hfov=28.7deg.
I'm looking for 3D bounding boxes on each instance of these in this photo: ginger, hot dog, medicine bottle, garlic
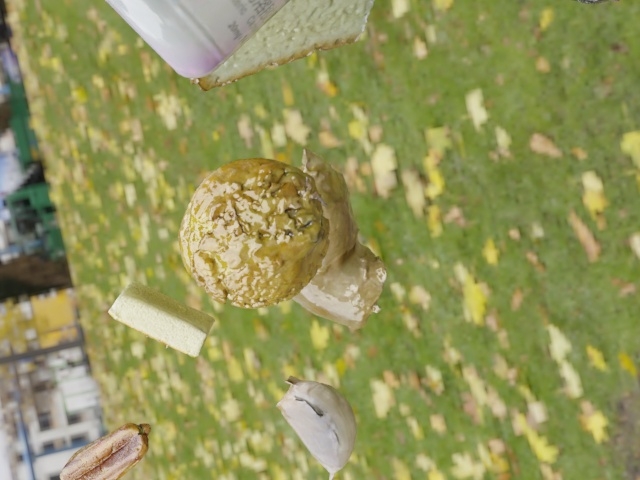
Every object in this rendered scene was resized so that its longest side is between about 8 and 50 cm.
[{"bbox_3d":[0.000,0.000,1.712,0.138,0.152,0.267,-77,-35,-62],"label":"ginger"},{"bbox_3d":[-0.276,0.282,1.620,0.062,0.144,0.038,57,-165,11],"label":"hot dog"},{"bbox_3d":[-0.103,-0.356,1.287,0.256,0.325,0.256,47,179,1],"label":"medicine bottle"},{"bbox_3d":[0.008,0.231,1.581,0.084,0.066,0.152,-28,103,45],"label":"garlic"}]

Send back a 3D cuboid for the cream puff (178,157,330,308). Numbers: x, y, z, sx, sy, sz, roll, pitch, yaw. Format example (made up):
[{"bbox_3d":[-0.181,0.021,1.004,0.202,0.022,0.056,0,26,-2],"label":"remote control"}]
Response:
[{"bbox_3d":[-0.066,-0.003,1.407,0.129,0.189,0.189,-122,20,-48],"label":"cream puff"}]

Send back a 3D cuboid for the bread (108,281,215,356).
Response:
[{"bbox_3d":[-0.301,0.149,2.385,0.125,0.188,0.068,-71,6,-81],"label":"bread"}]

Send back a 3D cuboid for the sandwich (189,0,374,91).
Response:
[{"bbox_3d":[-0.066,-0.372,1.749,0.262,0.325,0.131,78,169,-55],"label":"sandwich"}]

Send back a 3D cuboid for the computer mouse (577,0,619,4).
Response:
[{"bbox_3d":[0.346,-0.353,1.716,0.079,0.135,0.047,-52,-25,-72],"label":"computer mouse"}]
